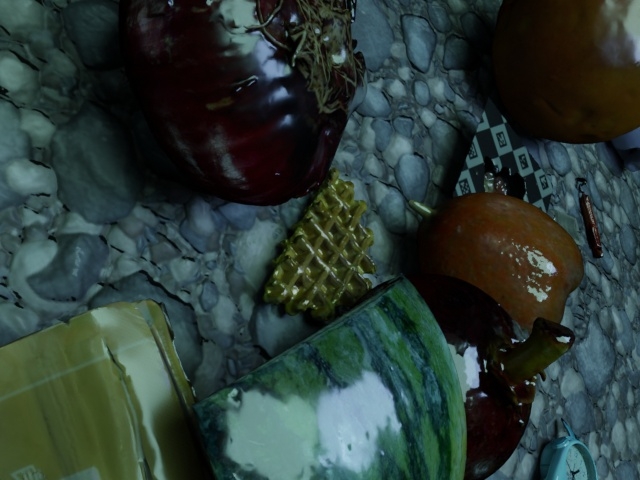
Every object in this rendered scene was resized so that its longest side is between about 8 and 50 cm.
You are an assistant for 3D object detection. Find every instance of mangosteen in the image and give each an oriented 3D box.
[{"bbox_3d":[0.144,0.140,0.641,0.236,0.262,0.235,18,62,-36],"label":"mangosteen"}]

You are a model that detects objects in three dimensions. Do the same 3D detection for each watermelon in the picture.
[{"bbox_3d":[-0.011,0.166,0.490,0.262,0.201,0.212,-14,85,-51],"label":"watermelon"}]

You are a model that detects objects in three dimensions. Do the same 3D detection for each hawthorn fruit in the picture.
[{"bbox_3d":[0.210,0.024,0.805,0.251,0.199,0.199,34,54,-8],"label":"hawthorn fruit"}]

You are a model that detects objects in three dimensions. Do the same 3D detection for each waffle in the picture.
[{"bbox_3d":[0.000,0.000,0.715,0.161,0.046,0.191,12,66,-38],"label":"waffle"}]

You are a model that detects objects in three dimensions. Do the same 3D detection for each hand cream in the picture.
[{"bbox_3d":[0.441,-0.028,1.120,0.165,0.037,0.057,12,66,-45],"label":"hand cream"}]

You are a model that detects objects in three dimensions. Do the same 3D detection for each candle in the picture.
[{"bbox_3d":[0.530,-0.048,1.203,0.026,0.021,0.167,4,73,-41],"label":"candle"}]

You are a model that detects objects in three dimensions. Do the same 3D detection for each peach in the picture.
[{"bbox_3d":[0.447,-0.343,1.047,0.302,0.342,0.342,24,58,-7],"label":"peach"}]

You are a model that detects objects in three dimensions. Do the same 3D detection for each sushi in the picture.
[{"bbox_3d":[0.282,-0.071,0.984,0.220,0.047,0.231,43,55,-27],"label":"sushi"}]

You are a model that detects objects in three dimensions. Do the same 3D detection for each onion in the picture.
[{"bbox_3d":[-0.081,-0.186,0.601,0.314,0.233,0.313,0,90,-69],"label":"onion"}]

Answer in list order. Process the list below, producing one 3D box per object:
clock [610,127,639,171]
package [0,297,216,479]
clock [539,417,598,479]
[{"bbox_3d":[0.671,-0.295,1.332,0.254,0.189,0.188,42,52,-12],"label":"clock"},{"bbox_3d":[-0.143,0.209,0.436,0.221,0.165,0.311,-18,86,-43],"label":"package"},{"bbox_3d":[0.370,0.341,0.909,0.108,0.045,0.147,48,49,-18],"label":"clock"}]
